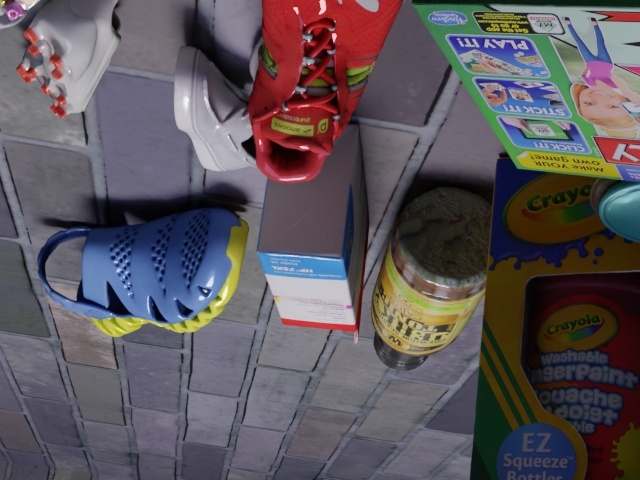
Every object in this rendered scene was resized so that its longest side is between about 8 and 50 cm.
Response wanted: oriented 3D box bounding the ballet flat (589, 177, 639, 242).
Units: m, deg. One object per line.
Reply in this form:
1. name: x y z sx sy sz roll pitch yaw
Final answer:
1. ballet flat: 0.377 -0.054 0.843 0.343 0.124 0.116 2 146 20

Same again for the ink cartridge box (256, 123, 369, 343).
1. ink cartridge box: 0.000 0.000 1.084 0.078 0.134 0.231 4 156 7

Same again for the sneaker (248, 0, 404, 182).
1. sneaker: 0.001 -0.123 0.816 0.107 0.118 0.279 8 157 -3

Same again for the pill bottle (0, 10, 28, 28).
1. pill bottle: -0.294 -0.173 0.826 0.169 0.094 0.094 -6 153 29

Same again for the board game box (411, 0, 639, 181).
1. board game box: 0.239 -0.096 0.699 0.317 0.046 0.213 9 158 33

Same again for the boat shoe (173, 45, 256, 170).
1. boat shoe: -0.079 -0.103 0.956 0.063 0.066 0.184 2 156 7

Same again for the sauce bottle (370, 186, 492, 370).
1. sauce bottle: 0.112 0.060 1.222 0.112 0.111 0.344 8 157 0

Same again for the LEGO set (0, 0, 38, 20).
1. LEGO set: -0.227 -0.194 0.696 0.287 0.132 0.107 -13 143 38

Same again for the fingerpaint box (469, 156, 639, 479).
1. fingerpaint box: 0.359 0.112 0.929 0.445 0.371 0.163 -2 155 23

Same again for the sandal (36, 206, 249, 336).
1. sandal: -0.201 0.030 1.247 0.138 0.126 0.317 30 148 -33

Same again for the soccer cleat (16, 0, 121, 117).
1. soccer cleat: -0.190 -0.148 0.897 0.068 0.076 0.196 48 164 -6
